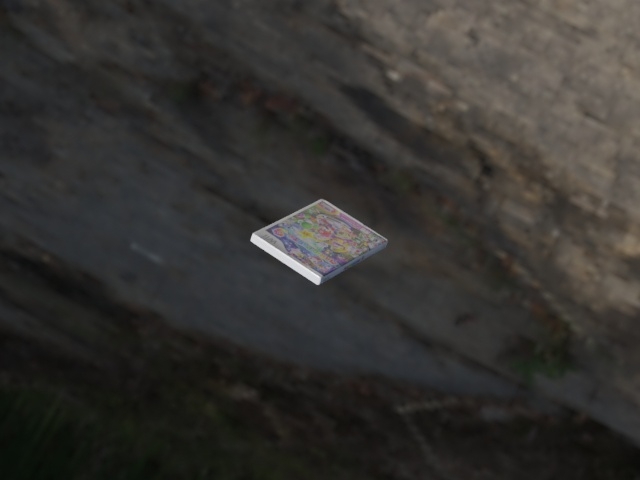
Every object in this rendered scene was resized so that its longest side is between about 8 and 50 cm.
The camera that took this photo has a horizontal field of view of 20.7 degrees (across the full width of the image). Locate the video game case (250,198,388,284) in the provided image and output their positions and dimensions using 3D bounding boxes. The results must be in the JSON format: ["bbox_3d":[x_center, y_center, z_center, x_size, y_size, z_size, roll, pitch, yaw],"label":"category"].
[{"bbox_3d":[0.000,0.000,1.743,0.087,0.122,0.011,33,124,22],"label":"video game case"}]
